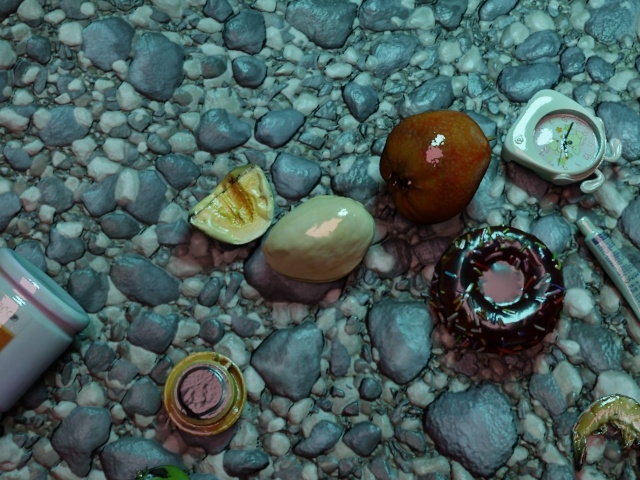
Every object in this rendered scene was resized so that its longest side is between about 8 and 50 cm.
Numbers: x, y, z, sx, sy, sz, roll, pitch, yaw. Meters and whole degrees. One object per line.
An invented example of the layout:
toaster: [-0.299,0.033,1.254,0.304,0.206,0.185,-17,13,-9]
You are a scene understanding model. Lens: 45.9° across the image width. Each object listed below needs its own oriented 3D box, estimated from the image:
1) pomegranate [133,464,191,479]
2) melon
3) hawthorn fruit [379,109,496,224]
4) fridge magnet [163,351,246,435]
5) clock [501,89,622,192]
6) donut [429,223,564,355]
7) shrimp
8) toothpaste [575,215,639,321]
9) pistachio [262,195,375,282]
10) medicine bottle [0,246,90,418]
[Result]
pomegranate: [-0.247,0.432,1.218,0.161,0.122,0.122,45,80,-13]
melon: [-0.153,-0.053,1.373,0.160,0.079,0.128,-40,93,-8]
hawthorn fruit: [0.218,-0.140,1.316,0.225,0.196,0.196,-29,73,-21]
fridge magnet: [-0.196,0.259,1.284,0.143,0.063,0.143,0,72,1]
clock: [0.437,-0.171,1.364,0.191,0.062,0.151,34,78,12]
donut: [0.305,0.080,1.287,0.235,0.089,0.235,-1,74,2]
shrimp: [0.488,0.350,1.216,0.148,0.035,0.195,-28,66,-7]
toothpaste: [0.516,0.049,1.307,0.062,0.037,0.216,-34,78,-6]
pistachio: [0.000,0.000,1.318,0.200,0.117,0.145,-25,78,-3]
medicine bottle: [-0.566,0.187,1.261,0.202,0.202,0.316,39,79,14]
